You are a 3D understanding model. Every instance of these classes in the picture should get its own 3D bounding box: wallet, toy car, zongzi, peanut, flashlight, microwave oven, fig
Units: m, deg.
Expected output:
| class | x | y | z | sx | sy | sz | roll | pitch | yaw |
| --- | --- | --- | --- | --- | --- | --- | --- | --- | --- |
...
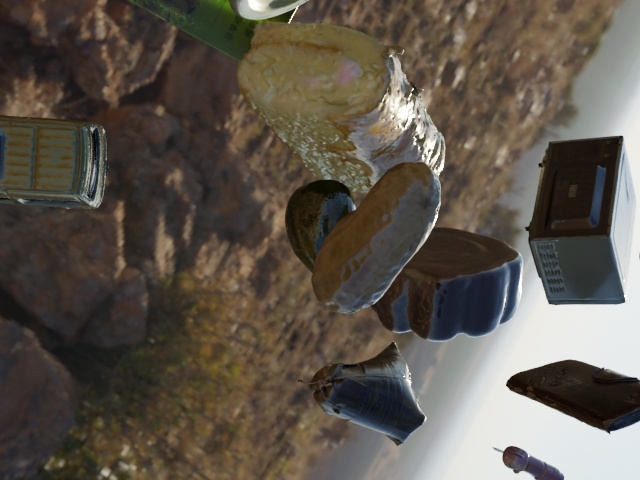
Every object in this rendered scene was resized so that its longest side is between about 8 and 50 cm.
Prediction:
| class | x | y | z | sx | sy | sz | roll | pitch | yaw |
| --- | --- | --- | --- | --- | --- | --- | --- | --- | --- |
| wallet | 0.354 | 0.198 | 1.355 | 0.121 | 0.031 | 0.232 | -15 | -170 | -20 |
| toy car | -0.364 | -0.089 | 1.101 | 0.124 | 0.256 | 0.101 | 159 | -66 | -88 |
| zongzi | 0.055 | 0.188 | 1.502 | 0.084 | 0.187 | 0.184 | -45 | -147 | 29 |
| peanut | 0.066 | -0.004 | 1.243 | 0.226 | 0.095 | 0.108 | -53 | -148 | 29 |
| flashlight | 0.269 | 0.290 | 1.311 | 0.052 | 0.110 | 0.031 | -3 | -119 | 59 |
| microwave oven | 0.376 | -0.029 | 1.483 | 0.163 | 0.129 | 0.205 | 62 | 35 | -39 |
| fig | 0.000 | 0.000 | 1.499 | 0.117 | 0.117 | 0.178 | 36 | 55 | -78 |

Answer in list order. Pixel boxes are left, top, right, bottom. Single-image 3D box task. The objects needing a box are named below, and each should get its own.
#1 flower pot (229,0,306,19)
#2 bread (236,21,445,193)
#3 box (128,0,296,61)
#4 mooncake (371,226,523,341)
| class | x | y | z | sx | sy | sz | roll | pitch | yaw |
| --- | --- | --- | --- | --- | --- | --- | --- | --- | --- |
| flower pot | -0.095 | -0.475 | 1.493 | 0.307 | 0.244 | 0.307 | -29 | 170 | -6 |
| bread | 0.049 | -0.193 | 1.548 | 0.375 | 0.236 | 0.165 | 40 | 64 | -65 |
| box | -0.195 | -0.430 | 1.717 | 0.173 | 0.311 | 0.043 | -60 | -161 | 12 |
| mooncake | 0.232 | 0.080 | 1.953 | 0.306 | 0.306 | 0.154 | -36 | 131 | -63 |
